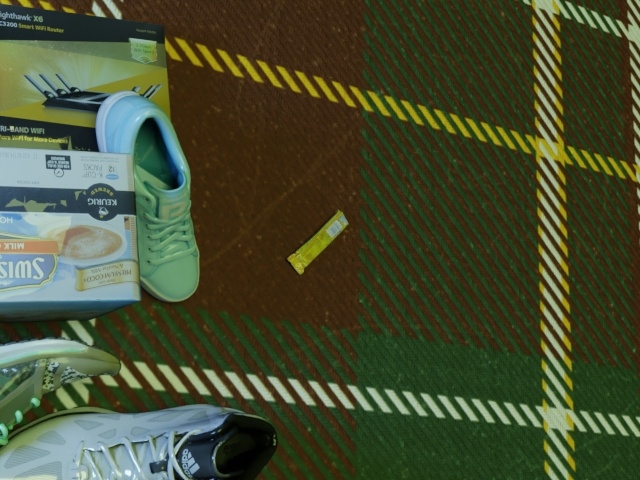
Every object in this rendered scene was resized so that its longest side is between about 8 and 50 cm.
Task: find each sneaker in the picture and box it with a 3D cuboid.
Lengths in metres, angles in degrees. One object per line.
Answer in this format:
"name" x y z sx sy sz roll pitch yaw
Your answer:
"sneaker" -0.489 0.245 1.532 0.410 0.158 0.182 -8 85 -25
"sneaker" -0.269 0.315 1.574 0.447 0.257 0.169 -6 81 -33
"sneaker" -0.264 -0.053 1.685 0.135 0.150 0.366 -25 114 -22

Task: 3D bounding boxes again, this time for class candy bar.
"candy bar" 0.000 0.000 1.966 0.161 0.018 0.040 -45 106 -32

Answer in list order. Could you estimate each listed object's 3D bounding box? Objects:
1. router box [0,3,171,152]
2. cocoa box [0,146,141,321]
"router box" -0.405 -0.249 1.740 0.309 0.081 0.243 0 78 -32
"cocoa box" -0.467 0.000 1.547 0.347 0.231 0.228 1 78 -31
